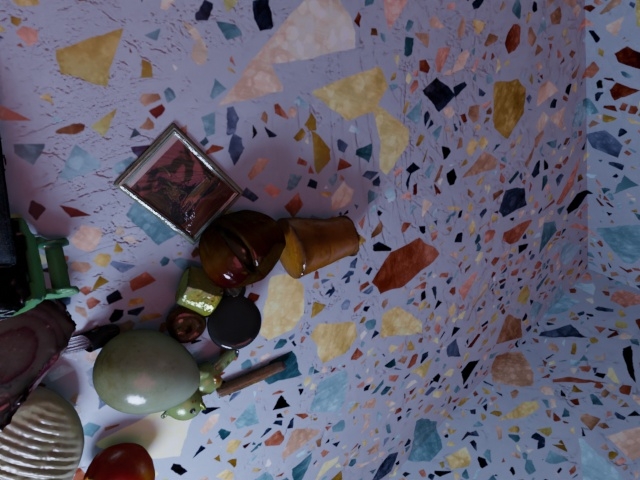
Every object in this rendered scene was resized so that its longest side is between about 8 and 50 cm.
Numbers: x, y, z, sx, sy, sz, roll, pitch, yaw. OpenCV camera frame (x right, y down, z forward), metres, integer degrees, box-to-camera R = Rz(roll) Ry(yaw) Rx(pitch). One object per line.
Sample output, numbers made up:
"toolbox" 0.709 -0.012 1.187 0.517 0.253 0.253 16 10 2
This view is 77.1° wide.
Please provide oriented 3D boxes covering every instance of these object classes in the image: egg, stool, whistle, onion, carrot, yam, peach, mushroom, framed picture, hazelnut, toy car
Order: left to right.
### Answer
"toy car" -0.724 0.080 0.820 0.358 0.176 0.214 -18 77 -20
"onion" -0.742 0.256 0.906 0.279 0.146 0.315 31 58 -7
"peach" -0.605 0.715 1.205 0.192 0.190 0.191 10 107 -56
"egg" -0.468 0.366 1.107 0.295 0.218 0.219 36 90 -40
"framed picture" -0.361 -0.137 1.070 0.216 0.016 0.273 -49 129 -5
"mushroom" -0.398 0.246 1.187 0.109 0.084 0.126 -33 134 -51
"whistle" -0.370 0.462 1.275 0.293 0.141 0.141 -29 125 -20
"stool" -0.260 0.233 1.230 0.153 0.139 0.228 22 68 -12
"hazelnut" -0.223 0.018 1.134 0.251 0.217 0.217 -36 128 -27
"yam" -0.244 0.491 1.431 0.263 0.046 0.046 -16 120 -28
"carrot" 0.000 0.000 1.274 0.254 0.195 0.196 -15 120 -32

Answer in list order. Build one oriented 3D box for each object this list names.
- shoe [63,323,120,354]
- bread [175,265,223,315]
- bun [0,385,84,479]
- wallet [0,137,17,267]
"shoe" -0.620 0.275 1.072 0.159 0.053 0.062 -12 115 -26
"bread" -0.347 0.147 1.150 0.114 0.129 0.111 29 112 -31
"bun" -0.770 0.533 0.986 0.325 0.234 0.363 13 85 -46
"wallet" -0.687 -0.128 0.729 0.190 0.046 0.380 -7 87 -34
